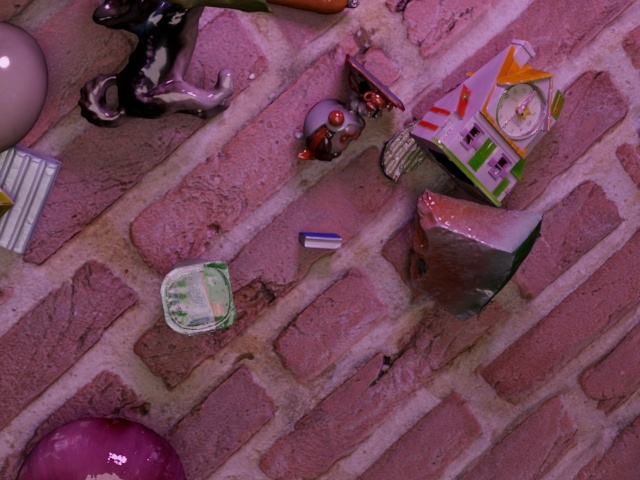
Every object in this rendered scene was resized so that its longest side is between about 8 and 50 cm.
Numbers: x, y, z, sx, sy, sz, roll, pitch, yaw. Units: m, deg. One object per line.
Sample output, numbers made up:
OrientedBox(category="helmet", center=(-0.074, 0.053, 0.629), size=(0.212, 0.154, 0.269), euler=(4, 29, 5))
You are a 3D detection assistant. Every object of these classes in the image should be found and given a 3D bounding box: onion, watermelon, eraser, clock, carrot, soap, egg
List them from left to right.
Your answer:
OrientedBox(category="egg", center=(-0.626, -0.281, 1.553), size=(0.219, 0.219, 0.269), euler=(22, 79, -16))
OrientedBox(category="soap", center=(-0.613, -0.087, 1.677), size=(0.119, 0.066, 0.198), euler=(23, 96, -12))
OrientedBox(category="onion", center=(-0.450, 0.559, 1.733), size=(0.358, 0.345, 0.358), euler=(-12, 138, -11))
OrientedBox(category="carrot", center=(-0.082, -0.509, 1.705), size=(0.336, 0.069, 0.069), euler=(6, 100, -10))
OrientedBox(category="eraser", center=(0.000, 0.000, 1.829), size=(0.085, 0.063, 0.027), euler=(3, 99, -14))
OrientedBox(category="watermelon", center=(0.325, 0.044, 1.823), size=(0.302, 0.151, 0.264), euler=(12, 142, -6))
OrientedBox(category="clock", center=(0.381, -0.266, 1.789), size=(0.235, 0.166, 0.309), euler=(40, 89, -29))

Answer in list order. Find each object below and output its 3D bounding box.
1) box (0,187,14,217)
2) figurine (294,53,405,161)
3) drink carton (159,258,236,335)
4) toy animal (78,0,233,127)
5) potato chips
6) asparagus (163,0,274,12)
OrientedBox(category="box", center=(-0.748, -0.045, 1.617), size=(0.260, 0.062, 0.175), euler=(-44, 88, 8))
OrientedBox(category="figurine", center=(0.039, -0.250, 1.740), size=(0.160, 0.183, 0.226), euler=(41, 103, -8))
OrientedBox(category="drink carton", center=(-0.264, 0.106, 1.754), size=(0.144, 0.142, 0.146), euler=(-10, 104, -12))
OrientedBox(category="toy animal", center=(-0.333, -0.385, 1.608), size=(0.303, 0.194, 0.344), euler=(-10, 104, -10))
OrientedBox(category="potato chips", center=(0.212, -0.219, 1.846), size=(0.207, 0.028, 0.092), euler=(-43, 107, -1))
OrientedBox(category="asparagus", center=(-0.241, -0.454, 1.482), size=(0.343, 0.082, 0.085), euler=(1, 100, -20))
